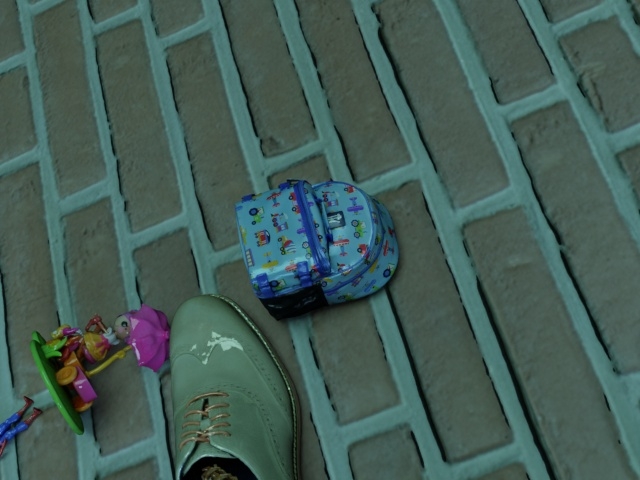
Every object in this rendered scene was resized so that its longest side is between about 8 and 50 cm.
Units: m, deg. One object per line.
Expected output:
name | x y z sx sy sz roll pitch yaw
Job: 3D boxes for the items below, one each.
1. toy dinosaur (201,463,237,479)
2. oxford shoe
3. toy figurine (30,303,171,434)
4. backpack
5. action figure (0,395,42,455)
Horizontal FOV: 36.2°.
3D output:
toy dinosaur | -0.023 0.348 0.839 0.218 0.164 0.322 -23 40 -19
oxford shoe | -0.098 0.214 1.082 0.141 0.146 0.397 -26 59 6
toy figurine | -0.263 0.135 1.221 0.159 0.130 0.173 -28 33 -11
backpack | 0.000 0.000 1.173 0.173 0.117 0.158 -15 62 9
action figure | -0.407 0.250 1.244 0.038 0.030 0.115 38 84 25
